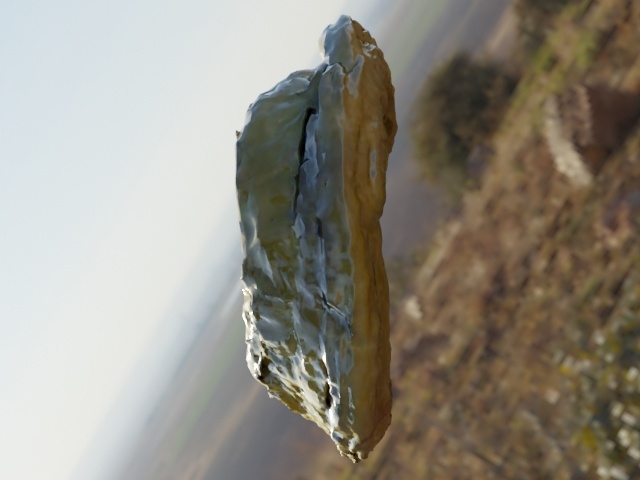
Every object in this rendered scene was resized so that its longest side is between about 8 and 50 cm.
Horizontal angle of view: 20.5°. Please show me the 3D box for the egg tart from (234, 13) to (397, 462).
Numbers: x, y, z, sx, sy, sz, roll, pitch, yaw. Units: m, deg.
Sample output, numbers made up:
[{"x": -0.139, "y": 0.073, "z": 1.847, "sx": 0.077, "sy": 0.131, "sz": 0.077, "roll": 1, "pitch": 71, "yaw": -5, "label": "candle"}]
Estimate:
[{"x": 0.000, "y": 0.000, "z": 1.068, "sx": 0.279, "sy": 0.095, "sz": 0.279, "roll": 0, "pitch": -90, "yaw": -88, "label": "egg tart"}]
